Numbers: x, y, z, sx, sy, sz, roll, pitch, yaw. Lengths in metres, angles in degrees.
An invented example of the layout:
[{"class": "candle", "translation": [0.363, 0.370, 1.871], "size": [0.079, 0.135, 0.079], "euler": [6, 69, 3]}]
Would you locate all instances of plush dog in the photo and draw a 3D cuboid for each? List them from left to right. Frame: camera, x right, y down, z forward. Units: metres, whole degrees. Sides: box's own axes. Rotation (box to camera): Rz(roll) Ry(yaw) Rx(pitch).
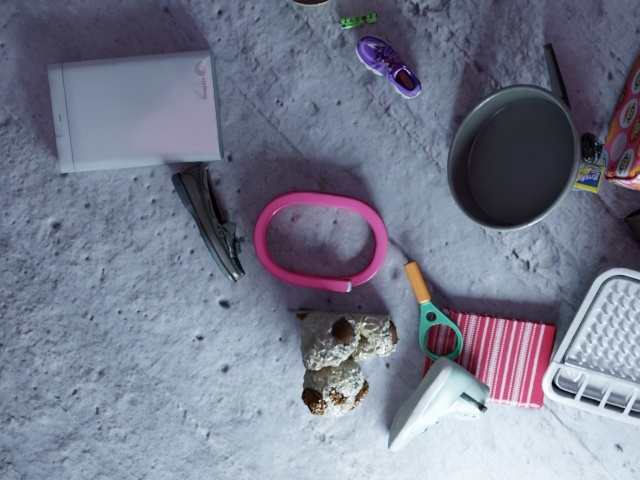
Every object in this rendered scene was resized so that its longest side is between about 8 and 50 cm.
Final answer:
[{"class": "plush dog", "translation": [0.023, 0.262, 1.444], "size": [0.210, 0.262, 0.225], "euler": [2, 86, 36]}]

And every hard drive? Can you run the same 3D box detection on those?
[{"class": "hard drive", "translation": [-0.395, -0.275, 1.473], "size": [0.353, 0.047, 0.233], "euler": [-4, 96, 3]}]

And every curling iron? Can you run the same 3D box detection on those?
[{"class": "curling iron", "translation": [0.520, -0.282, 1.438], "size": [0.068, 0.035, 0.274], "euler": [-23, 92, -11]}]

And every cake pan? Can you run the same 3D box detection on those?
[{"class": "cake pan", "translation": [0.386, -0.161, 1.365], "size": [0.293, 0.054, 0.293], "euler": [-9, 78, 45]}]

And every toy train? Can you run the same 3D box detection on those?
[{"class": "toy train", "translation": [0.080, -0.463, 1.446], "size": [0.083, 0.017, 0.024], "euler": [-10, 106, 4]}]

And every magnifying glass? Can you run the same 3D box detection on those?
[{"class": "magnifying glass", "translation": [0.235, 0.154, 1.473], "size": [0.092, 0.026, 0.231], "euler": [-22, 91, 14]}]

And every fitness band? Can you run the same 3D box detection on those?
[{"class": "fitness band", "translation": [0.000, 0.000, 1.481], "size": [0.290, 0.054, 0.209], "euler": [7, 96, 1]}]

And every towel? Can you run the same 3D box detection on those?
[{"class": "towel", "translation": [0.368, 0.258, 1.503], "size": [0.274, 0.031, 0.199], "euler": [8, 98, 4]}]

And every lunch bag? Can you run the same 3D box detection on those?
[{"class": "lunch bag", "translation": [0.660, -0.240, 1.321], "size": [0.120, 0.258, 0.293], "euler": [16, 98, 4]}]

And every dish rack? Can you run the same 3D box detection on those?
[{"class": "dish rack", "translation": [0.640, 0.213, 1.425], "size": [0.285, 0.072, 0.333], "euler": [17, 114, -2]}]

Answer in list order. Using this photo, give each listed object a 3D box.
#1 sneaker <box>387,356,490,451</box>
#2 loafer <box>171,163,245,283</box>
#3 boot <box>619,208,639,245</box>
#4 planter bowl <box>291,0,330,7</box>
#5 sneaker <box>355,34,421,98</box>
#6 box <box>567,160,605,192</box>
[{"class": "sneaker", "translation": [0.258, 0.385, 1.478], "size": [0.151, 0.094, 0.256], "euler": [29, 111, -7]}, {"class": "loafer", "translation": [-0.223, -0.039, 1.469], "size": [0.084, 0.096, 0.267], "euler": [-29, 92, -1]}, {"class": "boot", "translation": [0.786, -0.004, 1.425], "size": [0.263, 0.091, 0.229], "euler": [-22, 95, 7]}, {"class": "planter bowl", "translation": [-0.017, -0.548, 1.395], "size": [0.162, 0.109, 0.162], "euler": [0, 95, 2]}, {"class": "sneaker", "translation": [0.147, -0.367, 1.426], "size": [0.170, 0.071, 0.068], "euler": [39, 96, -1]}, {"class": "box", "translation": [0.509, -0.131, 1.384], "size": [0.059, 0.169, 0.054], "euler": [14, 96, -1]}]
